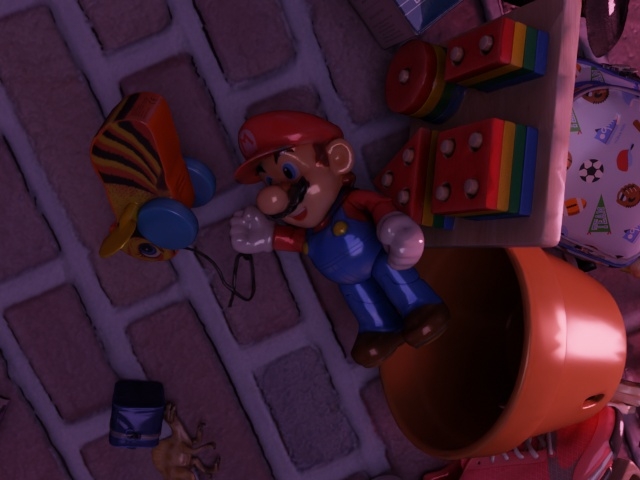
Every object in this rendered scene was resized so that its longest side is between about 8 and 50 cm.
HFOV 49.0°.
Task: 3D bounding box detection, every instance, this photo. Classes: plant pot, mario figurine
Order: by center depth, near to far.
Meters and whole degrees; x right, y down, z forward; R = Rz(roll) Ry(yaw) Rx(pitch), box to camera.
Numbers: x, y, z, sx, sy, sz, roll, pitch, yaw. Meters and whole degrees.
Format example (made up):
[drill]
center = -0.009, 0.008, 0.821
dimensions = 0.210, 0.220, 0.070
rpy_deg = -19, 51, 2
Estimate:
[mario figurine]
center = 0.000, 0.000, 0.798
dimensions = 0.198, 0.170, 0.320
rpy_deg = -34, 91, 5
[plant pot]
center = 0.231, 0.123, 0.878
dimensions = 0.203, 0.291, 0.291
rpy_deg = 9, 99, -27

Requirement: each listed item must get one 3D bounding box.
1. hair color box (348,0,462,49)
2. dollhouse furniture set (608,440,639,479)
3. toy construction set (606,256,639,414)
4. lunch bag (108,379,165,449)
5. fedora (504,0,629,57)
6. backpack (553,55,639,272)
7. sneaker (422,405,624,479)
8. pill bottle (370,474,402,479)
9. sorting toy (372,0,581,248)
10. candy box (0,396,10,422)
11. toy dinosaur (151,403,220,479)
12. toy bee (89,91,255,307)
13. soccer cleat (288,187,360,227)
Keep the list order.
[hair color box]
center = 0.028, -0.395, 0.796
dimensions = 0.105, 0.174, 0.347
rpy_deg = -39, 103, 0
[dollhouse furniture set]
center = 0.445, 0.350, 0.897
dimensions = 0.152, 0.201, 0.374
rpy_deg = 47, 68, -18
[toy construction set]
center = 0.470, 0.117, 0.953
dimensions = 0.215, 0.151, 0.328
rpy_deg = 5, 112, -37
[lunch bag]
center = -0.237, 0.230, 0.909
dimensions = 0.067, 0.098, 0.065
rpy_deg = 6, 102, -14
[fedora]
center = 0.286, -0.380, 0.816
dimensions = 0.152, 0.334, 0.334
rpy_deg = 7, 100, 25
[backpack]
center = 0.306, -0.106, 0.876
dimensions = 0.263, 0.213, 0.276
rpy_deg = 19, 99, -1
[sneaker]
center = 0.260, 0.306, 0.947
dimensions = 0.136, 0.116, 0.314
rpy_deg = 43, 115, -2
[pill bottle]
center = 0.117, 0.425, 0.992
dimensions = 0.094, 0.094, 0.169
rpy_deg = -32, 102, -1
[sorting toy]
center = 0.152, -0.124, 0.787
dimensions = 0.089, 0.255, 0.257
rpy_deg = 8, 85, -26
[candy box]
center = -0.526, 0.250, 0.889
dimensions = 0.196, 0.070, 0.165
rpy_deg = 25, 96, -10
[toy dinosaur]
center = -0.189, 0.312, 0.963
dimensions = 0.092, 0.053, 0.183
rpy_deg = 7, 92, 7
[toy bee]
center = -0.209, -0.027, 0.839
dimensions = 0.162, 0.195, 0.298
rpy_deg = -5, 113, 18
[soccer cleat]
center = 0.012, -0.042, 0.922
dimensions = 0.179, 0.060, 0.072
rpy_deg = 19, 72, -6
